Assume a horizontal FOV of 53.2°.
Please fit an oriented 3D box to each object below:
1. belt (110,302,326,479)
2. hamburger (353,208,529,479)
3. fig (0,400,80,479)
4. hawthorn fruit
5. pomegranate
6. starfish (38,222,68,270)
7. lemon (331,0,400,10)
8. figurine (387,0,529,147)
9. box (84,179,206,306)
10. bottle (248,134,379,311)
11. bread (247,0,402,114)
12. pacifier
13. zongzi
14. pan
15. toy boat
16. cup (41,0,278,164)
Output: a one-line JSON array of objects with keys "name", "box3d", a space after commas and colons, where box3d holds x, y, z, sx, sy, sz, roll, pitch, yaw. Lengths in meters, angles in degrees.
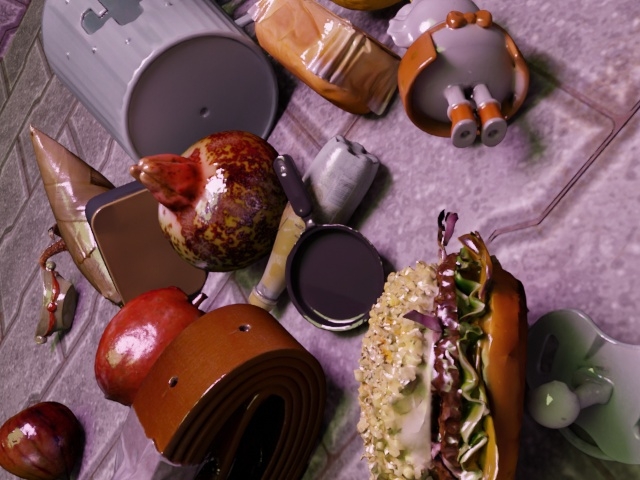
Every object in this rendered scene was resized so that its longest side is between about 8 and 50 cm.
[{"name": "belt", "box3d": [-0.127, 0.250, 0.769, 0.122, 0.217, 0.339, 37, 104, 48]}, {"name": "hamburger", "box3d": [0.107, 0.116, 0.566, 0.138, 0.243, 0.262, 4, 61, 15]}, {"name": "fig", "box3d": [-0.512, 0.383, 1.196, 0.202, 0.148, 0.149, 25, 130, 11]}, {"name": "hawthorn fruit", "box3d": [-0.236, 0.163, 0.969, 0.185, 0.185, 0.202, 21, 73, 49]}, {"name": "pomegranate", "box3d": [-0.159, -0.067, 0.910, 0.214, 0.247, 0.214, -16, 63, 35]}, {"name": "starfish", "box3d": [-0.502, -0.012, 1.359, 0.057, 0.213, 0.238, 45, 153, 19]}, {"name": "lemon", "box3d": [0.077, -0.409, 0.845, 0.244, 0.186, 0.187, -40, 49, 29]}, {"name": "figurine", "box3d": [0.150, -0.216, 0.725, 0.143, 0.143, 0.271, -24, 60, 39]}, {"name": "box", "box3d": [-0.288, 0.006, 1.044, 0.090, 0.144, 0.201, 30, 140, 52]}, {"name": "bottle", "box3d": [-0.020, -0.014, 0.866, 0.270, 0.083, 0.083, -57, 43, 21]}, {"name": "bread", "box3d": [0.003, -0.270, 0.898, 0.107, 0.136, 0.241, -55, 46, 14]}, {"name": "pacifier", "box3d": [0.215, 0.131, 0.535, 0.150, 0.116, 0.127, 41, 131, 43]}, {"name": "zongzi", "box3d": [-0.417, -0.038, 1.150, 0.145, 0.300, 0.274, -33, 45, -10]}, {"name": "pan", "box3d": [0.000, 0.000, 0.801, 0.136, 0.028, 0.235, -23, 89, 25]}, {"name": "toy boat", "box3d": [-0.578, 0.139, 1.390, 0.071, 0.089, 0.185, 9, 93, 9]}, {"name": "cup", "box3d": [-0.251, -0.336, 1.082, 0.392, 0.310, 0.401, 47, 111, 40]}]
